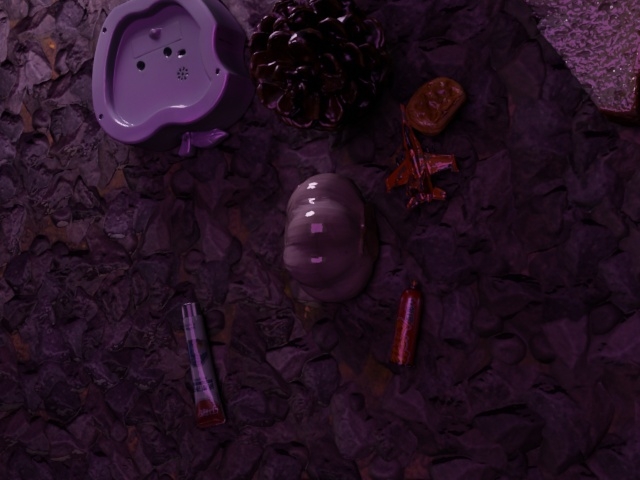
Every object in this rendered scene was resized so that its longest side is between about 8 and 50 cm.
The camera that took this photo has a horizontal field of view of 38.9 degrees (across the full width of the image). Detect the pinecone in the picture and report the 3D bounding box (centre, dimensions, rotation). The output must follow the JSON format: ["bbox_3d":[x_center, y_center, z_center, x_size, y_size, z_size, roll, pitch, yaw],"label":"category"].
[{"bbox_3d":[0.000,-0.291,1.537,0.243,0.243,0.257,-39,38,21],"label":"pinecone"}]

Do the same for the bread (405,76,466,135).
[{"bbox_3d":[0.192,-0.226,1.517,0.083,0.044,0.110,34,75,27],"label":"bread"}]

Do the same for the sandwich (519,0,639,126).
[{"bbox_3d":[0.404,-0.335,1.398,0.254,0.099,0.288,12,93,21],"label":"sandwich"}]

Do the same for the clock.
[{"bbox_3d":[-0.295,-0.324,1.765,0.338,0.102,0.338,-1,87,28],"label":"clock"}]

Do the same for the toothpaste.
[{"bbox_3d":[-0.229,0.238,1.739,0.062,0.039,0.239,-14,83,20],"label":"toothpaste"}]

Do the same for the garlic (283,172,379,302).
[{"bbox_3d":[0.000,0.000,1.574,0.178,0.143,0.229,-11,91,25],"label":"garlic"}]

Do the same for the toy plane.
[{"bbox_3d":[0.163,-0.145,1.545,0.135,0.062,0.188,-19,65,26],"label":"toy plane"}]

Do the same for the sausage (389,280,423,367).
[{"bbox_3d":[0.150,0.140,1.539,0.050,0.048,0.145,-169,89,-66],"label":"sausage"}]
